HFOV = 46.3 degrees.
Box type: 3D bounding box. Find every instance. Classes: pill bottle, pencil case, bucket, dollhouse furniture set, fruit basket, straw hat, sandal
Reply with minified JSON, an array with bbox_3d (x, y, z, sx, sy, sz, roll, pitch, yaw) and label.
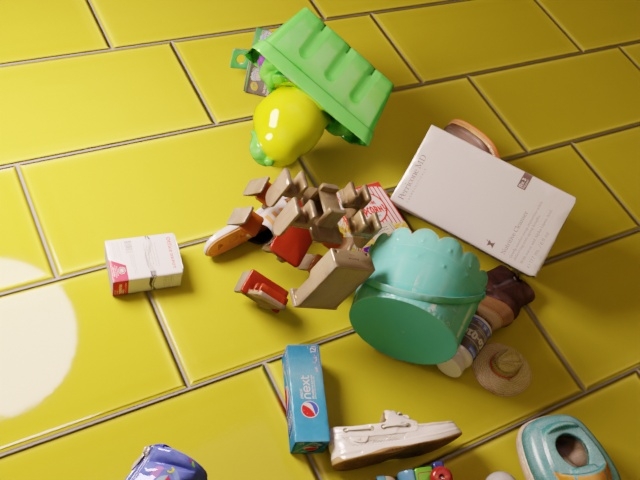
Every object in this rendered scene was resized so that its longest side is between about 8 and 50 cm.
[{"bbox_3d":[0.316,0.234,1.665,0.078,0.078,0.137,36,56,12],"label":"pill bottle"},{"bbox_3d":[-0.322,0.483,1.273,0.133,0.119,0.306,49,51,-15],"label":"pencil case"},{"bbox_3d":[0.202,0.124,1.604,0.281,0.281,0.183,24,56,3],"label":"bucket"},{"bbox_3d":[-0.072,0.022,1.620,0.262,0.135,0.259,35,72,-23],"label":"dollhouse furniture set"},{"bbox_3d":[-0.048,-0.333,1.850,0.392,0.392,0.283,-2,10,-11],"label":"fruit basket"},{"bbox_3d":[0.417,0.274,1.676,0.144,0.061,0.144,8,53,-10],"label":"straw hat"},{"bbox_3d":[-0.141,-0.015,1.719,0.265,0.102,0.076,-32,69,-23],"label":"sandal"},{"bbox_3d":[0.000,0.000,1.565,0.212,0.161,0.242,8,52,-33],"label":"dollhouse furniture set"}]

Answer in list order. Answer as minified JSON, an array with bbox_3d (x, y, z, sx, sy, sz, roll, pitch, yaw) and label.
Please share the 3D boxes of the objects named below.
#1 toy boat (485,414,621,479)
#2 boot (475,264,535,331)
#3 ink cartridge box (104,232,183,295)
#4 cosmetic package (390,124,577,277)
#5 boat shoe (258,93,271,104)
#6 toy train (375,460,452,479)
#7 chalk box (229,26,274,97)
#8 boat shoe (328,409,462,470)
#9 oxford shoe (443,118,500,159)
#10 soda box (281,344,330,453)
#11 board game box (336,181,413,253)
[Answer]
[{"bbox_3d":[0.449,0.473,1.471,0.318,0.148,0.267,-11,50,-20],"label":"toy boat"},{"bbox_3d":[0.375,0.103,1.797,0.248,0.090,0.207,42,42,19],"label":"boot"},{"bbox_3d":[-0.382,0.050,1.618,0.150,0.063,0.109,-7,56,-21],"label":"ink cartridge box"},{"bbox_3d":[0.387,-0.092,1.807,0.385,0.156,0.217,28,93,11],"label":"cosmetic package"},{"bbox_3d":[-0.129,-0.287,1.941,0.081,0.068,0.228,36,45,-37],"label":"boat shoe"},{"bbox_3d":[0.188,0.549,1.395,0.143,0.105,0.248,-7,62,-1],"label":"toy train"},{"bbox_3d":[-0.136,-0.479,2.038,0.213,0.132,0.132,13,52,-8],"label":"chalk box"},{"bbox_3d":[0.147,0.382,1.496,0.277,0.098,0.096,-5,57,-18],"label":"boat shoe"},{"bbox_3d":[0.401,-0.167,1.959,0.132,0.130,0.364,-19,62,-17],"label":"oxford shoe"},{"bbox_3d":[-0.032,0.318,1.513,0.071,0.067,0.210,2,53,-14],"label":"soda box"},{"bbox_3d":[0.123,-0.046,1.842,0.146,0.045,0.193,-17,60,-26],"label":"board game box"}]
